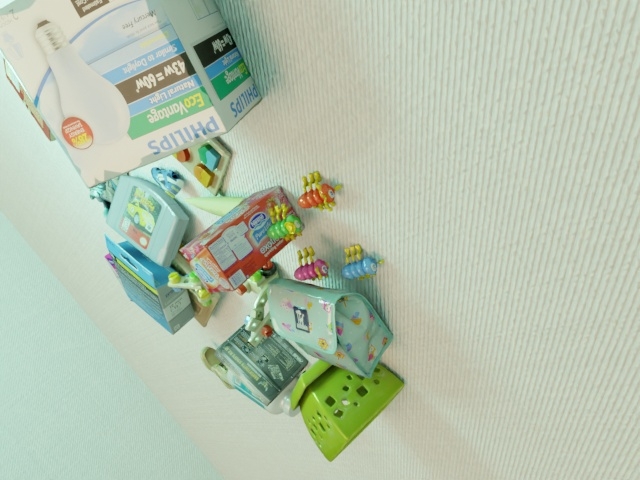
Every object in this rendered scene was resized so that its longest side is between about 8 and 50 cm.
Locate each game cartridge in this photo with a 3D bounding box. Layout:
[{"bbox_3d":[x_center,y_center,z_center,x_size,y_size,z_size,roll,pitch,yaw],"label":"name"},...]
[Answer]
[{"bbox_3d":[-0.534,-0.074,1.866,0.294,0.060,0.196,32,106,26],"label":"game cartridge"}]

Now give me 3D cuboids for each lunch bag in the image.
[{"bbox_3d":[0.013,0.190,1.444,0.223,0.160,0.262,12,152,42],"label":"lunch bag"}]

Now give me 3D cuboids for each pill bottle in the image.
[{"bbox_3d":[-0.172,0.477,2.018,0.264,0.146,0.146,26,141,31],"label":"pill bottle"}]

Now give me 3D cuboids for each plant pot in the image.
[{"bbox_3d":[0.054,0.415,1.622,0.207,0.227,0.228,45,148,16],"label":"plant pot"}]

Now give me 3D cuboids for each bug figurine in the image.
[{"bbox_3d":[0.000,0.000,1.342,0.216,0.072,0.279,-22,109,30],"label":"bug figurine"}]

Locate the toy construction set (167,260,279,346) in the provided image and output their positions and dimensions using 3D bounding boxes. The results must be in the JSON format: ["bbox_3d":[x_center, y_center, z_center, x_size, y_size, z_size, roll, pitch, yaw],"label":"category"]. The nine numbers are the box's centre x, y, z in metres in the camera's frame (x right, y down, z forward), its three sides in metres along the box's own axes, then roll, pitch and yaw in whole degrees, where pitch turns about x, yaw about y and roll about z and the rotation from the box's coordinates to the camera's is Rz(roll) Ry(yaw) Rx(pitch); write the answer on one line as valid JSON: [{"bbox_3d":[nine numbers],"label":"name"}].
[{"bbox_3d":[-0.235,0.133,1.666,0.328,0.215,0.151,33,145,23],"label":"toy construction set"}]

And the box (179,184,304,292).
[{"bbox_3d":[-0.177,-0.004,1.414,0.123,0.257,0.128,-9,118,50],"label":"box"}]

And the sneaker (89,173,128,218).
[{"bbox_3d":[-0.684,-0.185,1.951,0.110,0.122,0.283,21,138,36],"label":"sneaker"}]

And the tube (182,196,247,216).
[{"bbox_3d":[-0.265,-0.091,1.610,0.240,0.062,0.070,7,128,46],"label":"tube"}]

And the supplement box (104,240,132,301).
[{"bbox_3d":[-0.701,0.124,2.306,0.111,0.114,0.220,10,130,46],"label":"supplement box"}]

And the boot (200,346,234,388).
[{"bbox_3d":[-0.349,0.485,2.301,0.165,0.077,0.213,-9,122,54],"label":"boot"}]

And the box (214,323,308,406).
[{"bbox_3d":[-0.180,0.362,1.874,0.231,0.183,0.056,42,147,9],"label":"box"}]

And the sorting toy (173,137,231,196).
[{"bbox_3d":[-0.320,-0.224,1.557,0.193,0.038,0.208,44,148,7],"label":"sorting toy"}]

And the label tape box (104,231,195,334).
[{"bbox_3d":[-0.554,0.120,1.987,0.249,0.115,0.347,34,146,24],"label":"label tape box"}]

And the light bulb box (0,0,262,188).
[{"bbox_3d":[-0.367,-0.344,1.188,0.358,0.225,0.361,-17,114,22],"label":"light bulb box"}]

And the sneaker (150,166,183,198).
[{"bbox_3d":[-0.434,-0.176,1.737,0.144,0.059,0.053,43,-178,38],"label":"sneaker"}]

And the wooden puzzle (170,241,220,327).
[{"bbox_3d":[-0.460,0.117,2.054,0.322,0.080,0.348,45,152,6],"label":"wooden puzzle"}]

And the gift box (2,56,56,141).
[{"bbox_3d":[-0.592,-0.439,1.454,0.276,0.258,0.255,57,149,6],"label":"gift box"}]
